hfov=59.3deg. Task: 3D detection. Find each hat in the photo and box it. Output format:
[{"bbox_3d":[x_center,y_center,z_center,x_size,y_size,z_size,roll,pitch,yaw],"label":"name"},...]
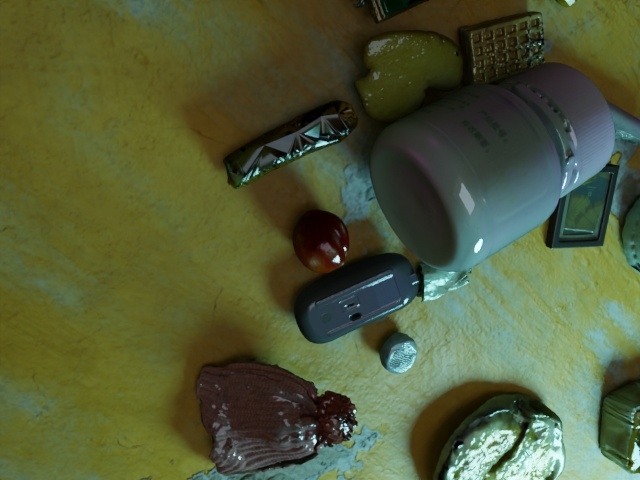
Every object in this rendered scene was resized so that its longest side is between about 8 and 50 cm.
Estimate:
[{"bbox_3d":[-0.073,0.320,1.015,0.286,0.107,0.236,-6,112,10],"label":"hat"}]

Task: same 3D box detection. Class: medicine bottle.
[{"bbox_3d":[0.269,-0.125,0.897,0.325,0.256,0.256,-30,114,-17],"label":"medicine bottle"}]

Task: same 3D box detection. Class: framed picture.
[{"bbox_3d":[0.521,-0.068,1.120,0.128,0.023,0.168,-2,108,-17],"label":"framed picture"}]

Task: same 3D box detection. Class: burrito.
[{"bbox_3d":[0.236,0.069,1.065,0.118,0.044,0.074,-15,114,-10],"label":"burrito"}]

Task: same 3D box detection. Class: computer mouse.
[{"bbox_3d":[0.064,0.103,1.016,0.232,0.057,0.120,-25,113,-5],"label":"computer mouse"}]

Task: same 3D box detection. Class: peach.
[{"bbox_3d":[-0.001,0.000,0.943,0.101,0.101,0.100,-5,109,-16],"label":"peach"}]

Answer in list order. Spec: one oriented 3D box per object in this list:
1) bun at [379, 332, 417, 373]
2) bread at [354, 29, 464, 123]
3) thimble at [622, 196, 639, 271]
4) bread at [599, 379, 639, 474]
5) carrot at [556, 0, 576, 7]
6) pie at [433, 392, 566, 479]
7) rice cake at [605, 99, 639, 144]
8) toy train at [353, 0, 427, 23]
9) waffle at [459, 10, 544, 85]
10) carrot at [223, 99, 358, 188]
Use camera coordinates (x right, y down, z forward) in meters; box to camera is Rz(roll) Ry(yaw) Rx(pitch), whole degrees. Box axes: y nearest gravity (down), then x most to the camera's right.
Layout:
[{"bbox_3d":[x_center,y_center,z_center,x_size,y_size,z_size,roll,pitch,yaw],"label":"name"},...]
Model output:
[{"bbox_3d":[0.149,0.217,1.087,0.083,0.045,0.083,-6,113,-15],"label":"bun"},{"bbox_3d":[0.141,-0.269,0.918,0.188,0.065,0.149,-5,120,-19],"label":"bread"},{"bbox_3d":[0.756,-0.015,1.144,0.237,0.150,0.237,-5,107,-16],"label":"thimble"},{"bbox_3d":[0.770,0.439,1.321,0.192,0.110,0.209,-9,110,-16],"label":"bread"},{"bbox_3d":[0.373,-0.460,0.933,0.171,0.042,0.042,38,94,-24],"label":"carrot"},{"bbox_3d":[0.392,0.483,1.238,0.339,0.077,0.339,-7,110,-19],"label":"pie"},{"bbox_3d":[0.510,-0.244,1.044,0.270,0.049,0.055,21,87,-21],"label":"rice cake"},{"bbox_3d":[0.153,-0.400,0.833,0.228,0.136,0.091,-26,114,-5],"label":"toy train"},{"bbox_3d":[0.311,-0.325,0.958,0.148,0.042,0.102,-17,112,-12],"label":"waffle"},{"bbox_3d":[-0.050,-0.153,0.892,0.229,0.069,0.069,-27,114,-6],"label":"carrot"}]
